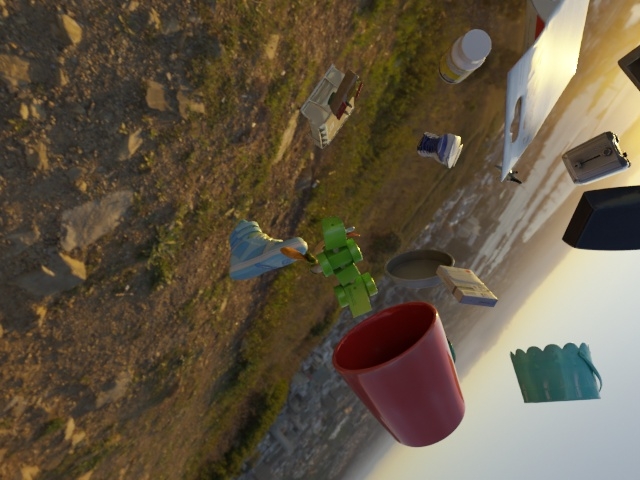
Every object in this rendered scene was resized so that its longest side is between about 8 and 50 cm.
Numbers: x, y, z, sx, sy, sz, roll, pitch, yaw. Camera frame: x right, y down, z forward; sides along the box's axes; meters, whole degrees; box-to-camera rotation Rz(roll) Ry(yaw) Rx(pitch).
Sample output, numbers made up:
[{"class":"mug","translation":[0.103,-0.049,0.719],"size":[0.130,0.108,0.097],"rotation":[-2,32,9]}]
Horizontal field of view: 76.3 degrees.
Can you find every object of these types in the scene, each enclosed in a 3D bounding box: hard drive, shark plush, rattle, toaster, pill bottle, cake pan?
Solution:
[{"class":"hard drive","translation":[0.692,-0.045,0.892],"size":[0.172,0.254,0.054],"rotation":[80,10,-48]},{"class":"shark plush","translation":[0.794,-0.284,1.711],"size":[0.067,0.161,0.073],"rotation":[-22,111,4]},{"class":"rattle","translation":[0.000,0.000,1.243],"size":[0.199,0.142,0.130],"rotation":[-42,-171,34]},{"class":"toaster","translation":[0.856,-0.251,1.266],"size":[0.146,0.129,0.226],"rotation":[-26,171,40]},{"class":"pill bottle","translation":[0.496,-0.633,1.409],"size":[0.119,0.119,0.208],"rotation":[-50,-175,0]},{"class":"cake pan","translation":[0.422,0.120,1.747],"size":[0.293,0.293,0.054],"rotation":[-29,117,-37]}]

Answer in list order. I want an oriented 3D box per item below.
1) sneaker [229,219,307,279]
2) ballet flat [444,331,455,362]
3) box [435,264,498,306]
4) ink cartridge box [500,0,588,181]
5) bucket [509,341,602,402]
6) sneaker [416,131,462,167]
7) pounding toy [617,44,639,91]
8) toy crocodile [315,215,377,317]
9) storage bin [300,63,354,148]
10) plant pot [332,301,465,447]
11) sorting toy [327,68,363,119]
[{"class":"sneaker","translation":[-0.203,-0.001,1.439],"size":[0.318,0.208,0.127],"rotation":[-20,159,22]},{"class":"ballet flat","translation":[0.535,0.457,1.786],"size":[0.072,0.213,0.068],"rotation":[-11,141,-2]},{"class":"box","translation":[0.518,0.161,1.454],"size":[0.145,0.186,0.038],"rotation":[9,118,-18]},{"class":"ink cartridge box","translation":[0.451,-0.368,0.878],"size":[0.385,0.091,0.308],"rotation":[-52,146,-14]},{"class":"bucket","translation":[0.830,0.474,1.444],"size":[0.280,0.183,0.281],"rotation":[-3,157,-1]},{"class":"sneaker","translation":[0.501,-0.396,1.765],"size":[0.315,0.182,0.128],"rotation":[-14,123,-68]},{"class":"pounding toy","translation":[0.408,-0.174,0.410],"size":[0.100,0.141,0.130],"rotation":[-37,176,15]},{"class":"toy crocodile","translation":[0.070,0.085,1.136],"size":[0.115,0.105,0.341],"rotation":[-26,125,-1]},{"class":"storage bin","translation":[0.034,-0.572,1.788],"size":[0.260,0.123,0.262],"rotation":[-55,173,-4]},{"class":"plant pot","translation":[0.200,0.317,0.957],"size":[0.274,0.243,0.275],"rotation":[-28,-172,5]},{"class":"sorting toy","translation":[0.085,-0.454,1.273],"size":[0.046,0.275,0.132],"rotation":[22,115,-17]}]
